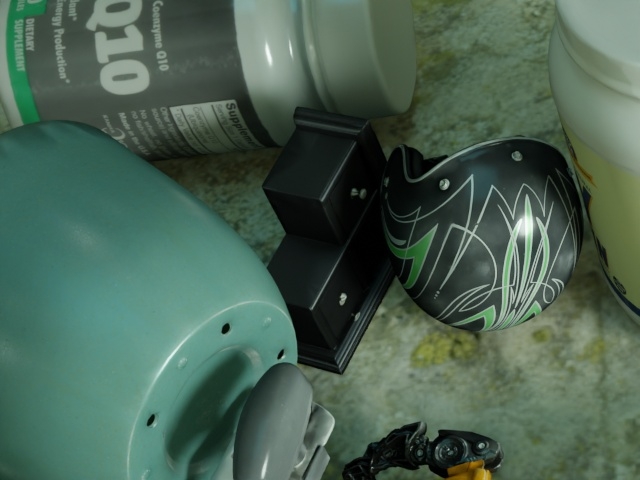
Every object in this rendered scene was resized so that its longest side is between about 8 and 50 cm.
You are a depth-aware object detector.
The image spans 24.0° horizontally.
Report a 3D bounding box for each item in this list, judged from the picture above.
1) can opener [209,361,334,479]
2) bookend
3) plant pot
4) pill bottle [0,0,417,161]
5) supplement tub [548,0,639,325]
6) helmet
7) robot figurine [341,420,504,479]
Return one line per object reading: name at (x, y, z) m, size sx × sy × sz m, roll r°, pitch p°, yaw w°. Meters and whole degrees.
can opener at (-0.080, 0.214, 1.046) m, size 0.076 × 0.095 × 0.283 m, roll 11°, pitch 58°, yaw 31°
bookend at (0.000, 0.000, 1.256) m, size 0.072 × 0.157 × 0.156 m, roll 13°, pitch 59°, yaw 30°
plant pot at (-0.162, 0.082, 1.173) m, size 0.235 × 0.293 × 0.293 m, roll 26°, pitch 67°, yaw 33°
pill bottle at (-0.104, -0.182, 1.410) m, size 0.361 × 0.204 × 0.204 m, roll -6°, pitch 52°, yaw 18°
supplement tub at (0.296, -0.088, 1.093) m, size 0.235 × 0.325 × 0.235 m, roll -11°, pitch 50°, yaw 14°
helmet at (0.130, -0.010, 1.198) m, size 0.169 × 0.169 × 0.161 m, roll -33°, pitch 27°, yaw -6°
robot figurine at (0.024, 0.249, 1.097) m, size 0.291 × 0.085 × 0.211 m, roll -16°, pitch 50°, yaw 10°
